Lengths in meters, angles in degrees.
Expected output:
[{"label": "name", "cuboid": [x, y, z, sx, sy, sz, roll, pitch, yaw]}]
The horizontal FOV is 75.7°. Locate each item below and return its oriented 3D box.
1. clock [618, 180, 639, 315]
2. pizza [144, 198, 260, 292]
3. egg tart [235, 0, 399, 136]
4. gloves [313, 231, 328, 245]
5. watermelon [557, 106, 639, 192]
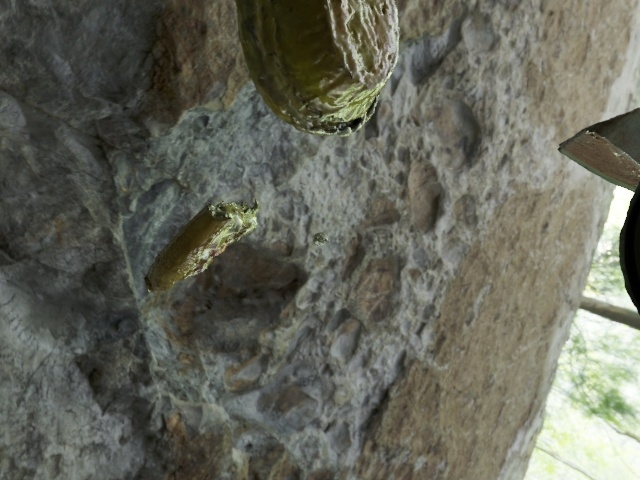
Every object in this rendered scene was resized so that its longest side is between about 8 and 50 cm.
[{"label": "clock", "cuboid": [0.389, 0.010, 0.295, 0.055, 0.280, 0.281, -20, -67, -43]}, {"label": "pizza", "cuboid": [-0.197, -0.016, 0.830, 0.075, 0.280, 0.287, 51, -139, -1]}, {"label": "egg tart", "cuboid": [0.025, -0.386, 0.761, 0.387, 0.169, 0.388, -6, -82, -45]}, {"label": "gloves", "cuboid": [-0.001, -0.002, 1.079, 0.044, 0.081, 0.037, -41, -92, -17]}, {"label": "watermelon", "cuboid": [0.409, -0.148, 0.541, 0.202, 0.207, 0.136, 29, -93, -37]}]
